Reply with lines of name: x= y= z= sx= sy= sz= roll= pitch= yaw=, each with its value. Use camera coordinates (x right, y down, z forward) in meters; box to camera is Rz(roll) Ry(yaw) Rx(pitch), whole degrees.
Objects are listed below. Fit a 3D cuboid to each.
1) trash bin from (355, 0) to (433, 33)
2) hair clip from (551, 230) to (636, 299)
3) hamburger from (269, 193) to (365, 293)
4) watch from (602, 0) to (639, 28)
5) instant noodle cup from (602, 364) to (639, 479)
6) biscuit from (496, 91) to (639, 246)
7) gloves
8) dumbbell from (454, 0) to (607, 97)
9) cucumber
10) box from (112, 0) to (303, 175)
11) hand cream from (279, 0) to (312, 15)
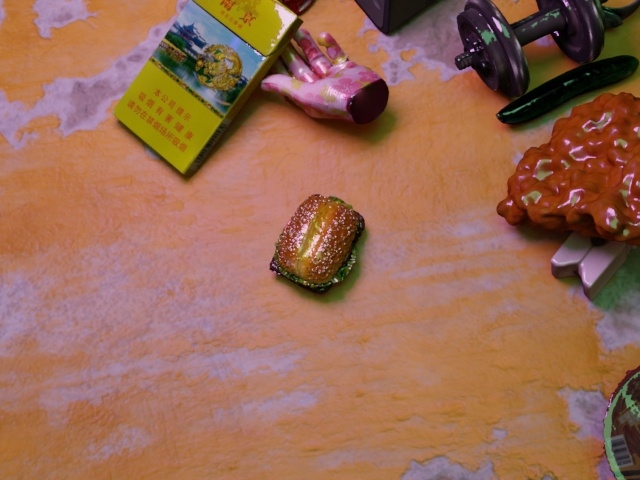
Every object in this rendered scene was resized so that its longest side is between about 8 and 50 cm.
trash bin: x=0.194 y=-0.569 z=1.954 sx=0.343 sy=0.158 sz=0.223 roll=-33 pitch=72 yaw=-9
hair clip: x=0.510 y=-0.056 z=1.784 sx=0.101 sy=0.085 sz=0.331 roll=37 pitch=76 yaw=23
hamburger: x=0.000 y=0.000 z=1.793 sx=0.137 sy=0.087 sz=0.166 roll=26 pitch=73 yaw=12
watch: x=0.494 y=-0.489 z=1.957 sx=0.206 sy=0.068 sz=0.193 roll=19 pitch=71 yaw=8
instant noodle cup: x=0.559 y=0.311 z=1.645 sx=0.273 sy=0.091 sz=0.274 roll=-1 pitch=69 yaw=3
biscuit: x=0.468 y=-0.126 z=1.721 sx=0.318 sy=0.110 sz=0.312 roll=-51 pitch=32 yaw=-18
gloves: x=-0.002 y=-0.278 z=1.886 sx=0.241 sy=0.126 sz=0.145 roll=28 pitch=77 yaw=42
dumbbell: x=0.363 y=-0.361 z=1.847 sx=0.289 sy=0.192 sz=0.192 roll=-27 pitch=71 yaw=-4
cucumber: x=0.430 y=-0.266 z=1.887 sx=0.284 sy=0.056 sz=0.056 roll=-23 pitch=70 yaw=-8
box: x=-0.199 y=-0.300 z=1.874 sx=0.187 sy=0.047 sz=0.335 roll=40 pitch=99 yaw=16
hand cream: x=-0.096 y=-0.506 z=1.966 sx=0.193 sy=0.125 sz=0.193 roll=-2 pitch=70 yaw=5
